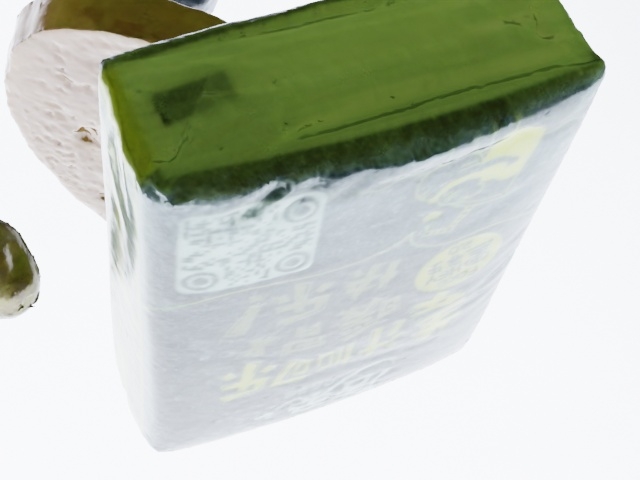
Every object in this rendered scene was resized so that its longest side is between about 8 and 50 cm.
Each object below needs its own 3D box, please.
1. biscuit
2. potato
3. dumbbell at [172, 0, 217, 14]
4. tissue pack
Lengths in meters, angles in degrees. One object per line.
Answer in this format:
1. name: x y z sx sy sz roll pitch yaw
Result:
1. biscuit: -0.099 -0.085 1.075 0.365 0.385 0.062 17 -115 4
2. potato: -0.185 0.007 0.652 0.092 0.045 0.046 44 -124 -30
3. dumbbell: -0.193 -0.322 1.318 0.160 0.325 0.144 -5 -87 8
4. tissue pack: 0.000 0.000 0.549 0.185 0.257 0.081 -16 -116 -16
